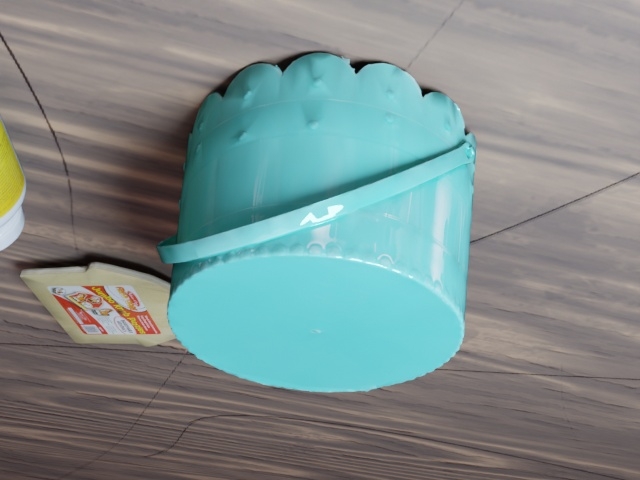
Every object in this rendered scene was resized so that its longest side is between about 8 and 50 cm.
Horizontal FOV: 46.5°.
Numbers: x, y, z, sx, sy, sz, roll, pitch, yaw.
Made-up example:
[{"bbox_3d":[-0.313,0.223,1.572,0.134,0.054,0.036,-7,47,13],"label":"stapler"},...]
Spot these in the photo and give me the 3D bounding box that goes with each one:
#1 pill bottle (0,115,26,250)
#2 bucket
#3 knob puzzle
[{"bbox_3d":[-0.318,-0.066,0.648,0.103,0.103,0.184,5,145,-2],"label":"pill bottle"},{"bbox_3d":[0.000,0.000,0.644,0.281,0.183,0.281,3,146,2],"label":"bucket"},{"bbox_3d":[-0.237,0.074,0.912,0.213,0.030,0.213,3,145,2],"label":"knob puzzle"}]
